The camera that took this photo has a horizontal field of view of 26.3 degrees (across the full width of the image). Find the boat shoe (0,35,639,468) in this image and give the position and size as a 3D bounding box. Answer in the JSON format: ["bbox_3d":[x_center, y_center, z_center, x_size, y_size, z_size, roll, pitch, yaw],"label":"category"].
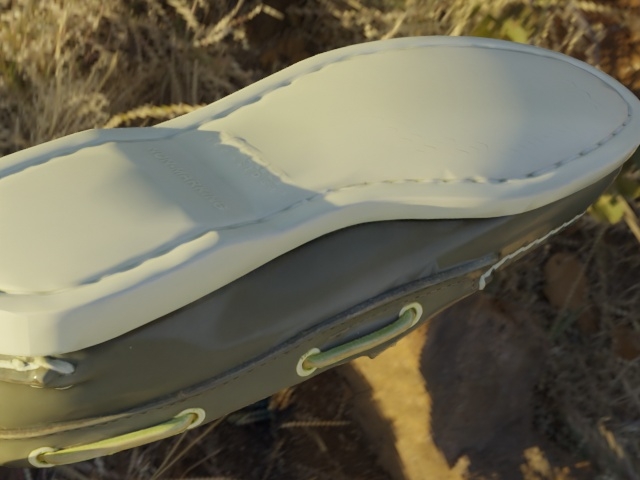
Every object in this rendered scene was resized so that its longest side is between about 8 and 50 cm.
[{"bbox_3d":[-0.003,-0.003,0.521,0.305,0.091,0.109,-18,45,-30],"label":"boat shoe"}]
